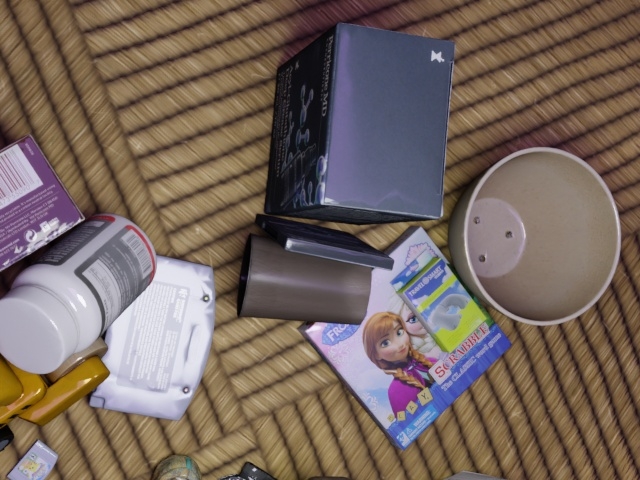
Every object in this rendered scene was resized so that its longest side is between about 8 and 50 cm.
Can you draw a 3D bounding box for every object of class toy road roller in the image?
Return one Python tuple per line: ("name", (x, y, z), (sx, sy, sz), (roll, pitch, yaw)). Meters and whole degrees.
("toy road roller", (-0.526, 0.211, 1.506), (0.329, 0.240, 0.202), (-36, 80, -18))

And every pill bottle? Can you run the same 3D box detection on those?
("pill bottle", (-0.400, 0.084, 1.495), (0.161, 0.161, 0.283), (52, 32, -10))

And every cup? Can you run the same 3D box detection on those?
("cup", (0.383, -0.006, 1.808), (0.331, 0.237, 0.331), (0, 89, -17))

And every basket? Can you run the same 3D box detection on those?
("basket", (-0.030, 0.079, 1.681), (0.226, 0.204, 0.154), (8, 82, -8))

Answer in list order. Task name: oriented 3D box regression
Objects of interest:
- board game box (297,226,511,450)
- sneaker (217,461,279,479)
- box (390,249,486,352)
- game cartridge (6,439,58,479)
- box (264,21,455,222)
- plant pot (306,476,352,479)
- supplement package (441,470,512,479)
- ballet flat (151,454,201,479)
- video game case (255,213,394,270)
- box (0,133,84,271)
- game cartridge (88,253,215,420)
("board game box", (0.173, 0.192, 1.831), (0.318, 0.066, 0.318), (-42, 101, -13))
("sneaker", (-0.118, 0.487, 1.750), (0.170, 0.051, 0.089), (35, 80, -9))
("box", (0.231, 0.118, 1.793), (0.109, 0.042, 0.178), (-41, 101, -14))
("game cartridge", (-0.514, 0.406, 1.646), (0.056, 0.017, 0.083), (42, 78, -16))
("box", (0.055, -0.185, 1.628), (0.211, 0.395, 0.294), (6, 87, -17))
("plant pot", (-0.092, 0.565, 1.577), (0.280, 0.323, 0.323), (8, 87, -19))
("supplement package", (0.319, 0.607, 1.785), (0.145, 0.204, 0.262), (-12, 93, -34))
("ballet flat", (-0.295, 0.564, 1.659), (0.123, 0.123, 0.349), (18, 85, -16))
("video game case", (0.000, 0.000, 1.672), (0.196, 0.274, 0.026), (12, 96, -17))
("box", (-0.517, -0.060, 1.551), (0.168, 0.203, 0.167), (-34, 99, -14))
("game cartridge", (-0.300, 0.176, 1.695), (0.196, 0.060, 0.294), (13, 86, -13))
